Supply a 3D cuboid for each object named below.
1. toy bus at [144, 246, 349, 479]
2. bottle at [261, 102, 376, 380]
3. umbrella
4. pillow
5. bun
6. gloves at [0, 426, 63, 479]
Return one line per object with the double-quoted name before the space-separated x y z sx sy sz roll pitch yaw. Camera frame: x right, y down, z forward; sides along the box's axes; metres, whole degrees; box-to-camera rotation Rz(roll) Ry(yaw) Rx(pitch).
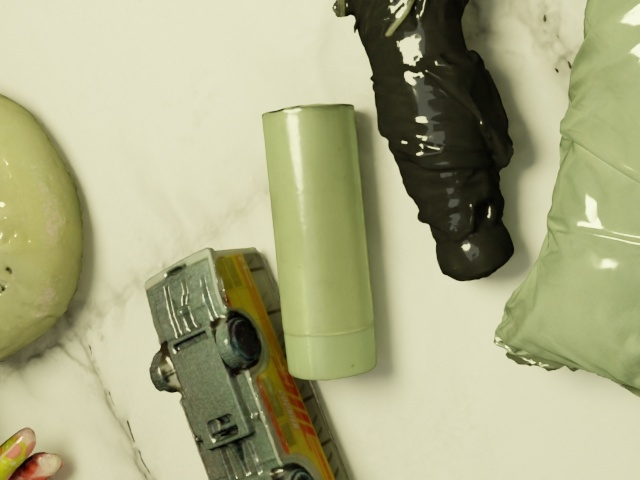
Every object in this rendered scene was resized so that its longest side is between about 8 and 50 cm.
"toy bus" -0.052 0.139 0.741 0.092 0.106 0.268 -27 80 30
"bottle" 0.000 0.000 0.713 0.072 0.072 0.201 -3 94 30
"umbrella" 0.067 -0.147 0.658 0.113 0.106 0.358 -14 96 40
"pillow" 0.254 -0.023 0.525 0.283 0.138 0.310 17 107 28
"bun" -0.362 -0.013 0.879 0.287 0.146 0.287 3 96 32
"gloves" -0.306 0.288 0.882 0.126 0.145 0.241 -10 99 29
